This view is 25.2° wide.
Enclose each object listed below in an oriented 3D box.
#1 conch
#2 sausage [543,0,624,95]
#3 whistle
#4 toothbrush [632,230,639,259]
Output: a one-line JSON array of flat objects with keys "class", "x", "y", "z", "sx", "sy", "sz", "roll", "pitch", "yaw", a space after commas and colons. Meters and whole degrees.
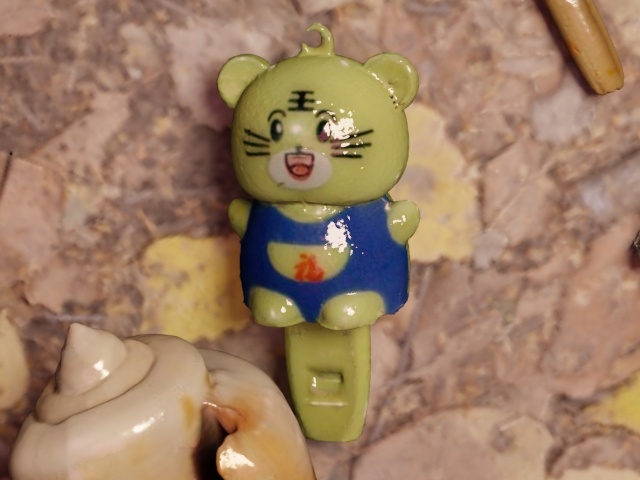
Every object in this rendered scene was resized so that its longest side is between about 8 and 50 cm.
[{"class": "conch", "x": -0.068, "y": 0.135, "z": 0.787, "sx": 0.158, "sy": 0.127, "sz": 0.255, "roll": -13, "pitch": 130, "yaw": 16}, {"class": "sausage", "x": 0.123, "y": -0.134, "z": 0.737, "sx": 0.024, "sy": 0.024, "sz": 0.132, "roll": -26, "pitch": 101, "yaw": 10}, {"class": "whistle", "x": 0.000, "y": 0.000, "z": 0.748, "sx": 0.105, "sy": 0.085, "sz": 0.227, "roll": 2, "pitch": 105, "yaw": 12}, {"class": "toothbrush", "x": 0.239, "y": -0.104, "z": 0.741, "sx": 0.019, "sy": 0.025, "sz": 0.275, "roll": 27, "pitch": 103, "yaw": -9}]
